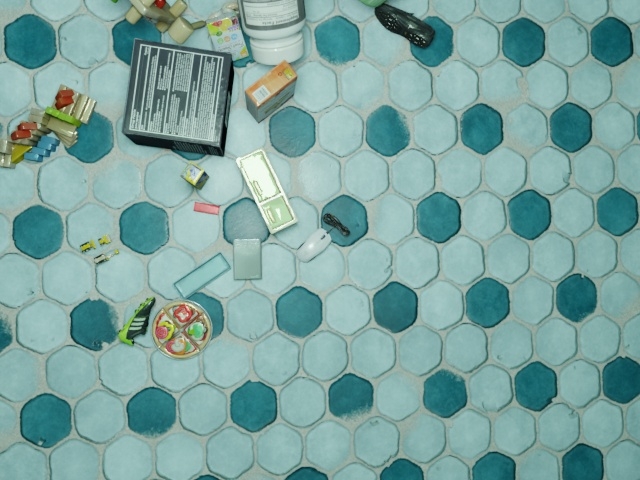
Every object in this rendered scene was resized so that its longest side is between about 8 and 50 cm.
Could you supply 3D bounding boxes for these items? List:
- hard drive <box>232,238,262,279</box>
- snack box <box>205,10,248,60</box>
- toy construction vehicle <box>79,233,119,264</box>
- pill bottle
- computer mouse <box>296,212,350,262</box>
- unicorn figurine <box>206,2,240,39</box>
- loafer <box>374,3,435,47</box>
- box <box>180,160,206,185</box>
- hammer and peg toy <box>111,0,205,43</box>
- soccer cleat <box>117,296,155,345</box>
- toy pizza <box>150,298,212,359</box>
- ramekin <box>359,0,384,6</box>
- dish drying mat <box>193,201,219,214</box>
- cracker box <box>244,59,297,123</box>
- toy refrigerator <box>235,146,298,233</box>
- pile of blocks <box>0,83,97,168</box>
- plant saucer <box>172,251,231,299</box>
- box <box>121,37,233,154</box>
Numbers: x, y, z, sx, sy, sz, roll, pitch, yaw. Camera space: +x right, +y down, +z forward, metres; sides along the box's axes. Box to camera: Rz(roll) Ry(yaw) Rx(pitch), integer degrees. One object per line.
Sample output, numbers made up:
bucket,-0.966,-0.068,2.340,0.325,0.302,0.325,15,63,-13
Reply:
hard drive,-0.244,0.062,1.706,0.094,0.022,0.135,-1,91,-6
snack box,-0.300,-0.652,1.647,0.100,0.141,0.037,-19,48,-5
toy construction vehicle,-0.716,0.031,1.657,0.098,0.035,0.085,-31,82,-7
pill bottle,-0.152,-0.739,1.543,0.204,0.204,0.360,-11,133,-6
computer mouse,0.000,0.000,1.720,0.193,0.042,0.106,-45,95,-4
unicorn figurine,-0.309,-0.736,1.663,0.111,0.162,0.060,-24,87,-32
loafer,0.288,-0.741,1.736,0.223,0.076,0.078,31,69,-1
box,-0.396,-0.203,1.616,0.054,0.169,0.059,33,87,-5
hammer and peg toy,-0.524,-0.734,1.572,0.127,0.266,0.361,-40,95,18
soccer cleat,-0.583,0.261,1.659,0.072,0.060,0.179,38,93,-14
toy pizza,-0.459,0.295,1.680,0.202,0.032,0.201,0,90,-6
ramekin,0.151,-0.895,1.610,0.148,0.303,0.303,-29,94,37
dish drying mat,-0.380,-0.107,1.699,0.083,0.008,0.032,9,89,-5
cracker box,-0.156,-0.463,1.607,0.156,0.232,0.067,-40,95,-4
toy refrigerator,-0.176,-0.162,1.676,0.102,0.094,0.269,-25,93,-5
pile of blocks,-0.869,-0.343,1.597,0.362,0.112,0.149,-44,94,-4
plant saucer,-0.393,0.116,1.694,0.192,0.018,0.067,-34,93,-4
box,-0.437,-0.441,1.604,0.294,0.183,0.296,8,88,-7
